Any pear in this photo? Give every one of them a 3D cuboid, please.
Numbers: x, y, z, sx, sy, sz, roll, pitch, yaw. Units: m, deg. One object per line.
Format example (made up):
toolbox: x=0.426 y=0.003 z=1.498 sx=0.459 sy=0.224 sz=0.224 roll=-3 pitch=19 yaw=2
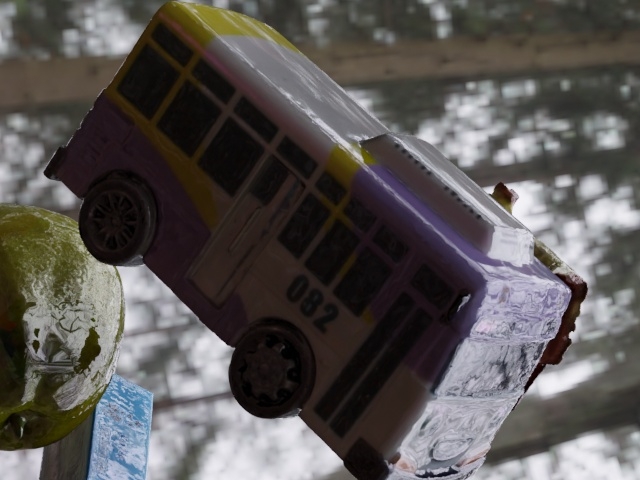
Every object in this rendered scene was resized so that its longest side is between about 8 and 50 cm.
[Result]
pear: x=-0.353 y=0.091 z=2.142 sx=0.321 sy=0.269 sz=0.269 roll=-100 pitch=-153 yaw=-42

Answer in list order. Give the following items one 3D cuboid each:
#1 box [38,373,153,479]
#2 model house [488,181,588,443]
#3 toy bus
box: x=-0.266 y=0.274 z=2.188 sx=0.142 sy=0.083 sz=0.232 roll=-53 pitch=-159 yaw=24
model house: x=0.158 y=0.069 z=2.013 sx=0.254 sy=0.160 sz=0.196 roll=-54 pitch=-136 yaw=6
toy bus: x=0.000 y=0.000 z=1.646 sx=0.440 sy=0.209 sz=0.249 roll=43 pitch=-73 yaw=25
